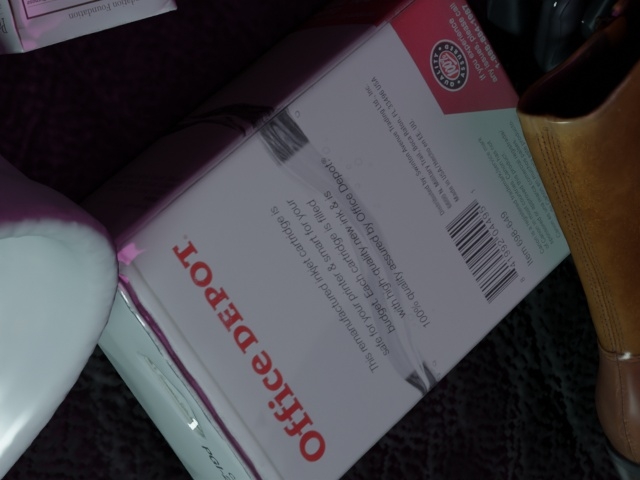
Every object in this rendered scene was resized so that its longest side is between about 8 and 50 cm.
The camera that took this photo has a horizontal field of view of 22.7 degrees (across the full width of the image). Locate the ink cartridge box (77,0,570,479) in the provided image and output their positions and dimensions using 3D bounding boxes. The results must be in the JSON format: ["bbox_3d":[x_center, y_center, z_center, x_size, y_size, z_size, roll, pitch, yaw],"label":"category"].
[{"bbox_3d":[0.000,0.000,0.747,0.218,0.092,0.158,-42,114,-24],"label":"ink cartridge box"}]

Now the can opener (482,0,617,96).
[{"bbox_3d":[0.103,-0.105,0.765,0.073,0.059,0.186,-66,165,1],"label":"can opener"}]

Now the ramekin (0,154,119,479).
[{"bbox_3d":[-0.213,0.048,0.519,0.277,0.277,0.135,-41,77,-22],"label":"ramekin"}]

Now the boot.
[{"bbox_3d":[0.198,-0.037,0.815,0.264,0.096,0.280,-43,129,-28],"label":"boot"}]

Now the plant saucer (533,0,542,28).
[{"bbox_3d":[0.184,-0.255,0.866,0.311,0.050,0.310,-2,94,-31],"label":"plant saucer"}]

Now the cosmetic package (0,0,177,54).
[{"bbox_3d":[-0.139,-0.115,0.567,0.060,0.239,0.098,-19,104,-31],"label":"cosmetic package"}]
